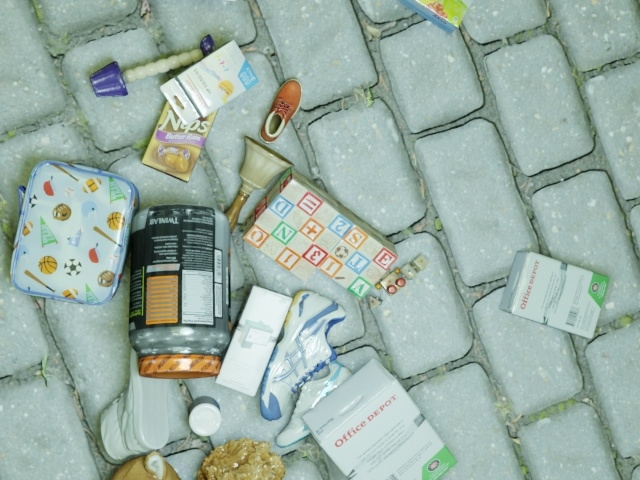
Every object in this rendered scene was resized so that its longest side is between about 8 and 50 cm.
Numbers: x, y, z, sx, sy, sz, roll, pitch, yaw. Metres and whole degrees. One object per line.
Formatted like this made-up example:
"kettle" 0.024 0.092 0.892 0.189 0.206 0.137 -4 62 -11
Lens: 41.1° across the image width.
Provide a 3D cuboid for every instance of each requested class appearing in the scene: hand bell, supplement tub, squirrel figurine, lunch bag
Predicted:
"hand bell" -0.172 -0.095 1.870 0.126 0.126 0.242 31 99 -8
"supplement tub" -0.249 0.377 1.840 0.071 0.107 0.070 0 91 -9
"supplement tub" -0.287 0.108 1.750 0.207 0.207 0.337 1 75 -9
"squirrel figurine" -0.250 0.579 1.797 0.397 0.281 0.370 -36 85 -21
"lunch bag" -0.522 -0.021 1.798 0.243 0.115 0.303 12 89 -6

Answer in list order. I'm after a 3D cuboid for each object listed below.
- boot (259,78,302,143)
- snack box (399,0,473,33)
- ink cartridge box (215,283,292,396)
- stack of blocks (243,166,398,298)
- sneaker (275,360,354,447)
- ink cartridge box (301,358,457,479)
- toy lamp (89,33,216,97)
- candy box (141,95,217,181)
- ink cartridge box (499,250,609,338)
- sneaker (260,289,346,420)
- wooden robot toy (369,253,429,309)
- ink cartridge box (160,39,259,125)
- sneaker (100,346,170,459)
"boot" -0.082 -0.288 1.878 0.059 0.084 0.157 26 85 -6
"snack box" 0.282 -0.608 1.940 0.175 0.070 0.207 30 84 -7
"ink cartridge box" -0.145 0.207 1.830 0.093 0.160 0.219 21 86 -6
"stack of blocks" 0.000 0.000 1.853 0.297 0.087 0.171 35 107 -17
"sneaker" -0.019 0.367 1.895 0.229 0.087 0.092 -42 81 -9
"ink cartridge box" 0.129 0.432 1.845 0.211 0.121 0.289 -38 117 -7
"toy lamp" -0.358 -0.373 1.838 0.275 0.080 0.080 -21 93 -9
"candy box" -0.304 -0.232 1.860 0.109 0.053 0.186 22 85 -8
"ink cartridge box" 0.538 0.123 1.971 0.209 0.087 0.153 19 88 -9
"sneaker" -0.036 0.257 1.844 0.131 0.112 0.296 19 80 7
"wooden robot toy" 0.158 0.077 1.925 0.173 0.076 0.079 -39 85 -7
"ink cartridge box" -0.235 -0.331 1.805 0.181 0.061 0.104 -35 107 -8
"sneaker" -0.401 0.316 1.816 0.108 0.169 0.292 28 48 -39
